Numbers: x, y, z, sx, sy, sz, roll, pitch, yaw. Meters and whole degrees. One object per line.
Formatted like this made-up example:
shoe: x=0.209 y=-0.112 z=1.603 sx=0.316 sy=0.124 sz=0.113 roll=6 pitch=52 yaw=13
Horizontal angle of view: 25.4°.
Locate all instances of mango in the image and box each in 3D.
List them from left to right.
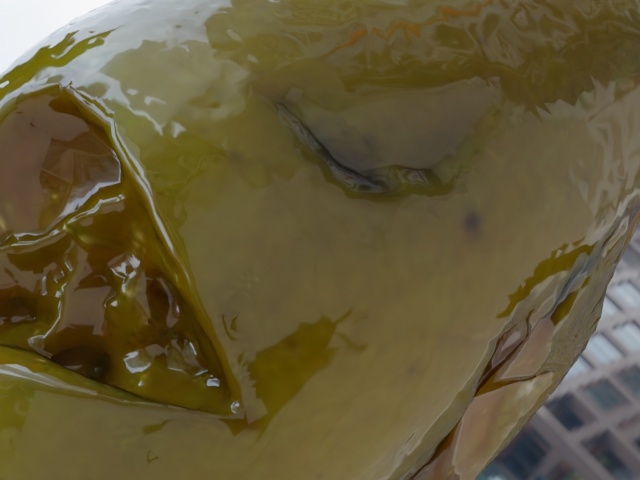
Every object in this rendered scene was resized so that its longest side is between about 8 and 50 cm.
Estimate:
mango: x=0.000 y=0.000 z=0.515 sx=0.365 sy=0.182 sz=0.253 roll=-39 pitch=-25 yaw=-28
